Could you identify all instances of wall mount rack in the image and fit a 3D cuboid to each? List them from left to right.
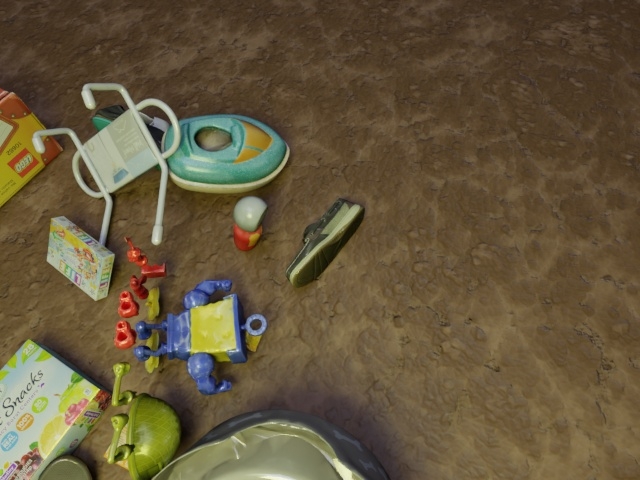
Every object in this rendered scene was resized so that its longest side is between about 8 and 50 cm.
[{"bbox_3d":[-0.410,-0.118,0.847,0.350,0.130,0.303,-20,100,32],"label":"wall mount rack"}]

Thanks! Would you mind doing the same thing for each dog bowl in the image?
[{"bbox_3d":[-0.053,0.376,0.541,0.350,0.102,0.348,1,100,8],"label":"dog bowl"}]

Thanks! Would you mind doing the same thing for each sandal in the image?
[{"bbox_3d":[-0.409,0.434,0.625,0.090,0.060,0.219,32,65,-16],"label":"sandal"}]

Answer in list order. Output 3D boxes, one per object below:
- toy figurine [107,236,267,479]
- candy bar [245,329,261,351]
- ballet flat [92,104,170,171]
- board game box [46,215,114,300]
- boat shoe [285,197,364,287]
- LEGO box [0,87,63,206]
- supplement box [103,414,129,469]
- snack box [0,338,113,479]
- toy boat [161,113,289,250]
[{"bbox_3d":[-0.191,0.165,0.691,0.218,0.191,0.362,-5,55,-11],"label":"toy figurine"},{"bbox_3d":[-0.187,0.161,0.804,0.162,0.018,0.040,18,65,12],"label":"candy bar"},{"bbox_3d":[-0.408,-0.251,1.000,0.281,0.095,0.096,32,56,18],"label":"ballet flat"},{"bbox_3d":[-0.474,0.034,0.845,0.154,0.103,0.026,31,26,18],"label":"board game box"},{"bbox_3d":[0.000,-0.001,0.852,0.074,0.080,0.223,31,62,24],"label":"boat shoe"},{"bbox_3d":[-0.905,-0.151,0.911,0.373,0.193,0.500,27,66,17],"label":"LEGO box"},{"bbox_3d":[-0.298,0.322,0.712,0.062,0.036,0.098,20,64,13],"label":"supplement box"},{"bbox_3d":[-0.486,0.300,0.715,0.175,0.070,0.207,27,65,16],"label":"snack box"},{"bbox_3d":[-0.173,-0.139,0.877,0.268,0.148,0.317,-10,66,-21],"label":"toy boat"}]
